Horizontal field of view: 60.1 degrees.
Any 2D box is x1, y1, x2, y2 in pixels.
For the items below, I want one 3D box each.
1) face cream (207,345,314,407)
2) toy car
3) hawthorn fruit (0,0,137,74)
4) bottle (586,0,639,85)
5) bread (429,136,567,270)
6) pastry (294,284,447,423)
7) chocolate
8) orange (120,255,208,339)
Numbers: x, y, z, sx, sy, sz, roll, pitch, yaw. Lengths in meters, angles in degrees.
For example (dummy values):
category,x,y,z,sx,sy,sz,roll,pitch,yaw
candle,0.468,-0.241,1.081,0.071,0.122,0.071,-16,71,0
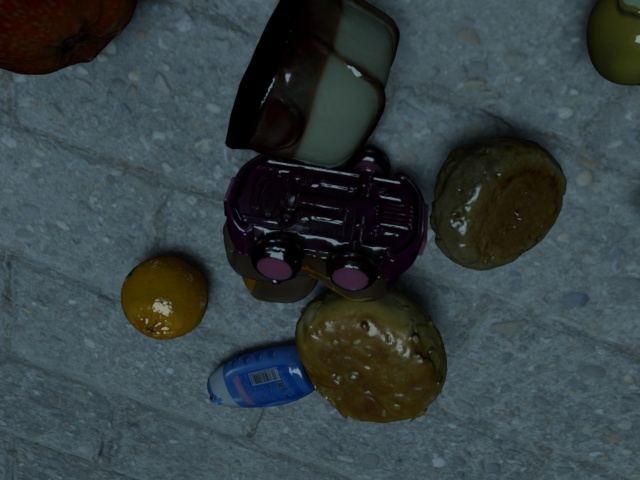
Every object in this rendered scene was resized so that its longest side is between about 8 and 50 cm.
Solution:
category,x,y,z,sx,sy,sz,roll,pitch,yaw
face cream,-0.138,0.317,1.250,0.263,0.083,0.149,-17,115,20
toy car,0.000,0.000,0.952,0.340,0.271,0.240,10,140,4
hawthorn fruit,-0.426,-0.381,0.792,0.299,0.275,0.275,35,121,1
bottle,0.532,-0.292,0.704,0.350,0.172,0.172,-10,118,16
bread,0.275,-0.065,0.891,0.229,0.123,0.230,-12,126,-18
pastry,0.101,0.203,1.076,0.284,0.184,0.316,-18,117,27
chocolate,-0.003,-0.223,0.813,0.186,0.284,0.284,23,123,-21
orange,-0.318,0.118,1.130,0.177,0.155,0.178,0,111,1
